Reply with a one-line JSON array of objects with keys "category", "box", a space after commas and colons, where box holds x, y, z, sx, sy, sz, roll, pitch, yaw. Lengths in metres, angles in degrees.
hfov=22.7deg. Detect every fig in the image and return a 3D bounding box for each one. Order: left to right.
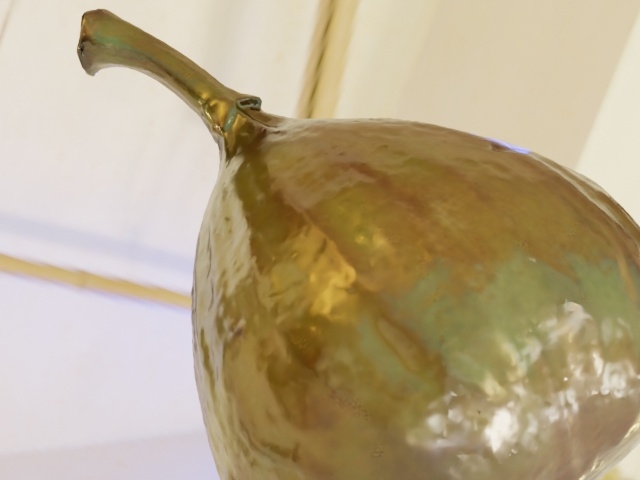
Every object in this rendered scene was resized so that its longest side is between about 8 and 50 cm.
[{"category": "fig", "box": [0.000, 0.000, 0.715, 0.321, 0.217, 0.217, 50, -163, 12]}]
